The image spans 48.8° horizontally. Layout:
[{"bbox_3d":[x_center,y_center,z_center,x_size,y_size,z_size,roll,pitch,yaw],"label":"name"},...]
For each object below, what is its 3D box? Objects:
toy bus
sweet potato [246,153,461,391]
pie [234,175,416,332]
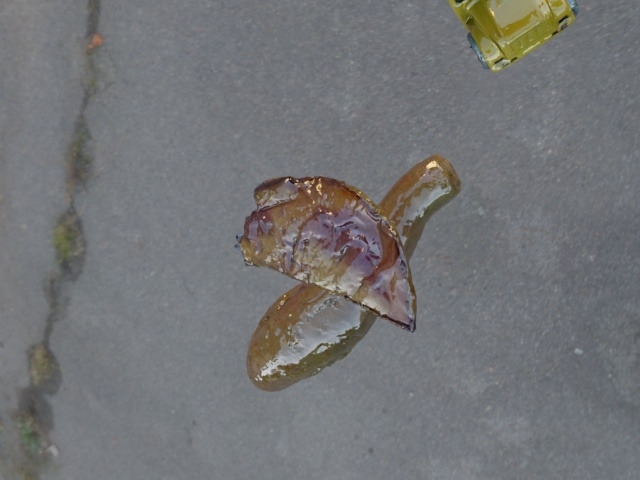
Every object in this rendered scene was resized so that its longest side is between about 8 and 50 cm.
[{"bbox_3d":[0.168,-0.361,0.827,0.121,0.123,0.335,-30,62,18],"label":"toy bus"},{"bbox_3d":[0.023,0.063,0.802,0.109,0.109,0.385,46,121,8],"label":"sweet potato"},{"bbox_3d":[0.000,0.000,0.507,0.170,0.034,0.092,15,107,36],"label":"pie"}]
